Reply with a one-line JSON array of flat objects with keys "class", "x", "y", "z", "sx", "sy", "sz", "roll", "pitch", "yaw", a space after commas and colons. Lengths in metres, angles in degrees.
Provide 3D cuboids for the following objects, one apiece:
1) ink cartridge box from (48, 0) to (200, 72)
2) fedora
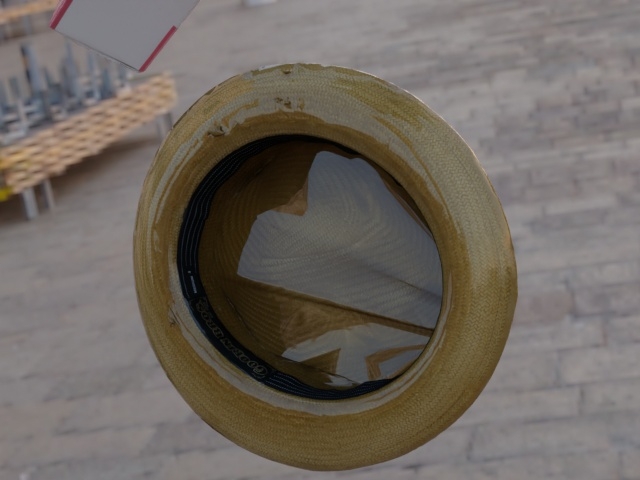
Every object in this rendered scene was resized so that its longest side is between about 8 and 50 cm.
[{"class": "ink cartridge box", "x": -0.159, "y": -0.349, "z": 1.490, "sx": 0.117, "sy": 0.283, "sz": 0.207, "roll": 25, "pitch": -31, "yaw": -17}, {"class": "fedora", "x": 0.007, "y": 0.010, "z": 0.664, "sx": 0.194, "sy": 0.194, "sz": 0.079, "roll": -3, "pitch": 1, "yaw": 27}]
